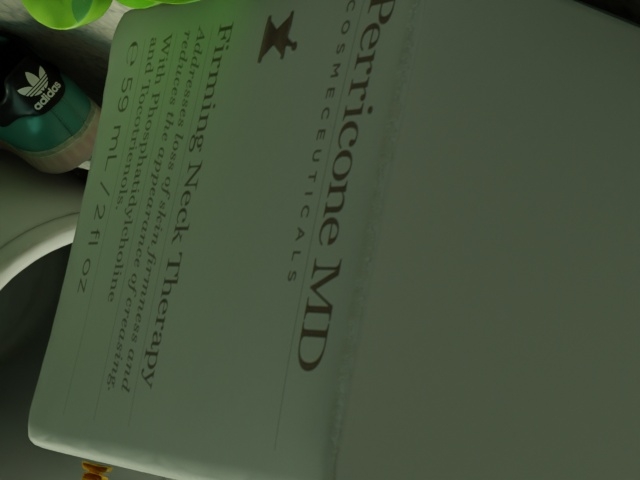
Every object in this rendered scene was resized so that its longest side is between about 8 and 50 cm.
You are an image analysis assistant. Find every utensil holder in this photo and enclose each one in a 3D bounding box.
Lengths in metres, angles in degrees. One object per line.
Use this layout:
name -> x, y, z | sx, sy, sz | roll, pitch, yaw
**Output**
utensil holder -> -0.307, 0.078, 1.785 | 0.327, 0.327, 0.385 | 30, 178, -40

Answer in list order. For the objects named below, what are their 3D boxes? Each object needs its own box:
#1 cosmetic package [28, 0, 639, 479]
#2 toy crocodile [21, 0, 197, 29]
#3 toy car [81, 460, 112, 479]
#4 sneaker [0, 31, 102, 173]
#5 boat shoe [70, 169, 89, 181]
cosmetic package -> 0.056, 0.023, 1.212 | 0.327, 0.329, 0.393 | 16, 171, -32
toy crocodile -> -0.195, -0.218, 1.198 | 0.340, 0.105, 0.115 | 19, -156, 26
toy car -> -0.103, 0.183, 1.229 | 0.122, 0.040, 0.060 | 9, 173, 17
sneaker -> -0.323, -0.151, 1.719 | 0.302, 0.108, 0.121 | 14, 149, 47
boat shoe -> -0.299, -0.048, 2.045 | 0.183, 0.066, 0.066 | -2, 137, -16
